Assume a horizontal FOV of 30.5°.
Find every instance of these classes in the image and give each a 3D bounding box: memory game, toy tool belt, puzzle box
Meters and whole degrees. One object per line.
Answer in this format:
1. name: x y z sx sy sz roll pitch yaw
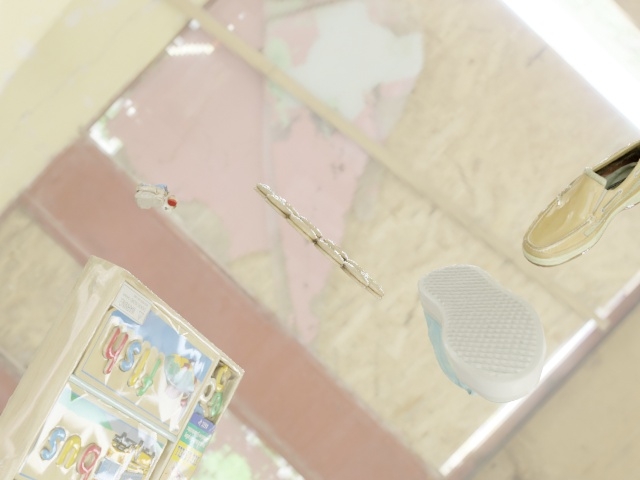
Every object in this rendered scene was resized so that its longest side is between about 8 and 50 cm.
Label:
1. memory game: 0.000 0.000 1.252 0.186 0.012 0.186 41 2 -2
2. toy tool belt: -0.317 -0.092 2.280 0.052 0.083 0.051 91 2 -51
3. puzzle box: -0.238 0.215 1.436 0.052 0.272 0.409 21 -14 24

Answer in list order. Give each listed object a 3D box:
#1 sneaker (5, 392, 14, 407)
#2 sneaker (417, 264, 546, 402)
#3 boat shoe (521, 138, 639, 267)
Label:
1. sneaker: -0.419 0.348 1.772 0.111 0.103 0.252 -101 178 -81
2. sneaker: 0.228 0.153 1.580 0.366 0.135 0.150 -104 176 -71
3. boat shoe: 0.287 -0.048 1.259 0.068 0.190 0.072 37 -24 34
